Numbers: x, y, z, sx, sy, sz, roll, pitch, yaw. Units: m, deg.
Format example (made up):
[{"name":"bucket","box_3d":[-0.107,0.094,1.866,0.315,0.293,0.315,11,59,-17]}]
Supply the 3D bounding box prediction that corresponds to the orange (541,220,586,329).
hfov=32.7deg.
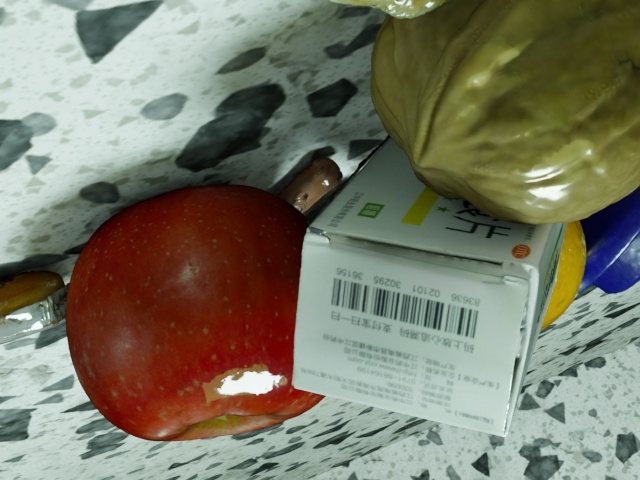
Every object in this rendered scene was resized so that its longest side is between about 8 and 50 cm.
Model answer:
[{"name":"orange","box_3d":[0.180,0.007,1.189,0.219,0.193,0.219,14,-179,0]}]

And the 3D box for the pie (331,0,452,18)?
[{"name":"pie","box_3d":[0.070,-0.212,0.655,0.193,0.079,0.163,-34,146,11]}]

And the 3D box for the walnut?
[{"name":"walnut","box_3d":[0.148,-0.116,0.794,0.228,0.228,0.228,-21,160,-8]}]

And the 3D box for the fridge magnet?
[{"name":"fridge magnet","box_3d":[0.363,-0.042,1.285,0.265,0.113,0.265,-55,180,0]}]

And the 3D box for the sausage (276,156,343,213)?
[{"name":"sausage","box_3d":[-0.034,-0.033,1.095,0.042,0.036,0.158,-5,153,-46]}]

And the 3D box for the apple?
[{"name":"apple","box_3d":[-0.107,0.071,1.009,0.260,0.216,0.260,-14,164,-4]}]

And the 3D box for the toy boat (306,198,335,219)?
[{"name":"toy boat","box_3d":[0.000,0.000,1.196,0.104,0.052,0.210,3,149,-46]}]

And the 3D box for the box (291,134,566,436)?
[{"name":"box","box_3d":[0.108,0.013,0.915,0.173,0.145,0.333,10,-157,15]}]

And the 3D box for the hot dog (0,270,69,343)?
[{"name":"hot dog","box_3d":[-0.324,0.078,1.031,0.191,0.059,0.108,-20,174,-20]}]
